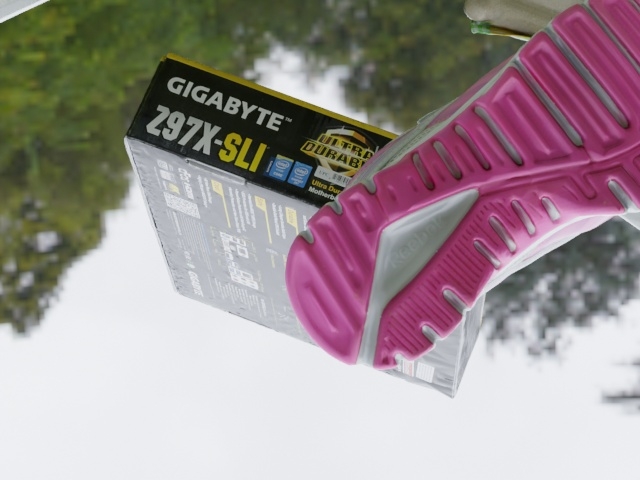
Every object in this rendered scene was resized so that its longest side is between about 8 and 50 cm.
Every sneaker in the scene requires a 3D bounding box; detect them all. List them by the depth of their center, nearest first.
[{"bbox_3d":[0.089,-0.037,0.843,0.252,0.103,0.111,-31,-175,-4],"label":"sneaker"}]

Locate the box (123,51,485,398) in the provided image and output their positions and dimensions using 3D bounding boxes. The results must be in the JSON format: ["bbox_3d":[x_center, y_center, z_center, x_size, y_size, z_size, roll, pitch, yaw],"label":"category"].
[{"bbox_3d":[0.000,0.000,1.325,0.257,0.079,0.322,19,160,10],"label":"box"}]

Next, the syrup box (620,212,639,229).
[{"bbox_3d":[0.354,-0.012,1.495,0.237,0.096,0.093,34,-170,2],"label":"syrup box"}]

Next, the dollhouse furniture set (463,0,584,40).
[{"bbox_3d":[0.244,-0.270,1.226,0.197,0.301,0.151,21,-157,2],"label":"dollhouse furniture set"}]

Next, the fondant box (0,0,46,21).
[{"bbox_3d":[-0.300,-0.099,0.866,0.238,0.096,0.330,-33,-165,-39],"label":"fondant box"}]
